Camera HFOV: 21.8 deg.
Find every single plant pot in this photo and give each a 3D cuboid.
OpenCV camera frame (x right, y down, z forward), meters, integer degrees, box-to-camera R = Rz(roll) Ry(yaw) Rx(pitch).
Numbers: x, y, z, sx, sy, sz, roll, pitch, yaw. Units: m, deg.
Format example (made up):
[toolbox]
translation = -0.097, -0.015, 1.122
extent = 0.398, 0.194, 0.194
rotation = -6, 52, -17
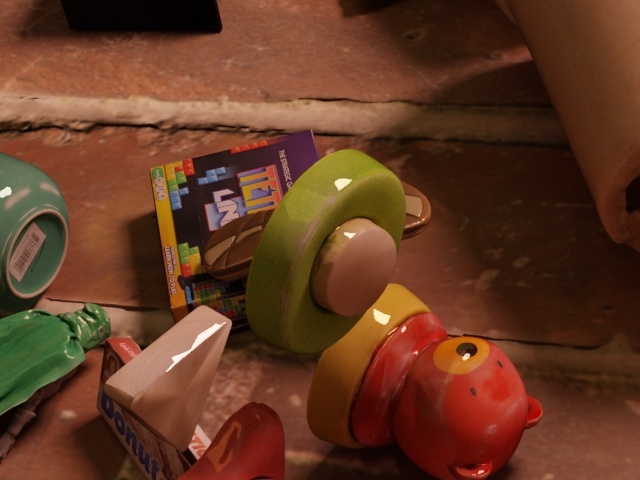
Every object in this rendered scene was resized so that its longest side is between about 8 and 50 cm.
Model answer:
[plant pot]
translation = 0.285, -0.157, 1.231
extent = 0.334, 0.334, 0.305
rotation = -9, 55, 4

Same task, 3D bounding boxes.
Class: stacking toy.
[stacking toy]
translation = 0.014, 0.116, 1.018
extent = 0.130, 0.279, 0.309
rotation = 27, 57, 26

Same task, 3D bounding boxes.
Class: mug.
[mug]
translation = -0.260, 0.009, 1.310
extent = 0.097, 0.157, 0.129
rotation = 19, 27, 26

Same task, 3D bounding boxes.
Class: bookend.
[bookend]
translation = -0.157, -0.278, 1.607
extent = 0.156, 0.072, 0.157
rotation = 2, 45, 15

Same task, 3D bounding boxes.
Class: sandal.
[sandal]
translation = 0.000, 0.000, 1.237
extent = 0.180, 0.049, 0.072
rotation = -16, 37, 17

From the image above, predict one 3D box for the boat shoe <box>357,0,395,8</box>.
[boat shoe]
translation = 0.094, -0.268, 1.548
extent = 0.152, 0.056, 0.049
rotation = -23, 49, -10

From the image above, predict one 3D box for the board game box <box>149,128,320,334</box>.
[board game box]
translation = -0.056, -0.005, 1.318
extent = 0.141, 0.048, 0.170
rotation = -15, 43, 0

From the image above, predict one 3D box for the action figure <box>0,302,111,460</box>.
[action figure]
translation = -0.256, 0.116, 1.229
extent = 0.232, 0.063, 0.137
rotation = -32, 44, -14

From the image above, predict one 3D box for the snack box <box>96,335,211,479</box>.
[snack box]
translation = -0.109, 0.141, 1.160
extent = 0.022, 0.064, 0.178
rotation = -8, 34, -31
